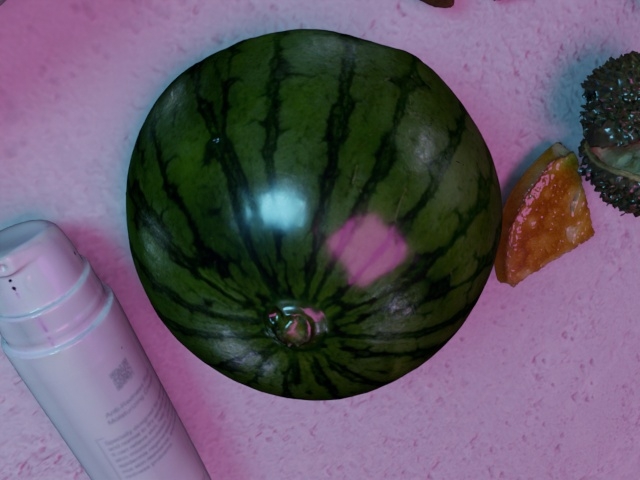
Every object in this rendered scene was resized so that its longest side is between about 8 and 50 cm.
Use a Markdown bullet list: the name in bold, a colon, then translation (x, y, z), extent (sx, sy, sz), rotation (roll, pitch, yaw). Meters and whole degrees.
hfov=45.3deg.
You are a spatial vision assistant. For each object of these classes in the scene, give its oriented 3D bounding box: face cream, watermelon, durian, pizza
- **face cream**: translation (-0.197, 0.131, 0.684), extent (0.102, 0.102, 0.345), rotation (-28, 124, -16)
- **watermelon**: translation (0.000, 0.000, 0.623), extent (0.330, 0.189, 0.331), rotation (-4, 117, -8)
- **durian**: translation (0.361, -0.117, 0.840), extent (0.167, 0.196, 0.196), rotation (0, 116, 1)
- **pizza**: translation (0.262, -0.023, 0.907), extent (0.134, 0.046, 0.175), rotation (24, 100, -34)

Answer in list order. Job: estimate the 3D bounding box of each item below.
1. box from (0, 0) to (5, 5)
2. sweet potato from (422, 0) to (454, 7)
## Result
- **box**: translation (-0.322, -0.167, 0.424), extent (0.330, 0.095, 0.210), rotation (-44, 102, -3)
- **sweet potato**: translation (0.044, -0.326, 0.605), extent (0.114, 0.092, 0.341), rotation (-41, 129, -27)
